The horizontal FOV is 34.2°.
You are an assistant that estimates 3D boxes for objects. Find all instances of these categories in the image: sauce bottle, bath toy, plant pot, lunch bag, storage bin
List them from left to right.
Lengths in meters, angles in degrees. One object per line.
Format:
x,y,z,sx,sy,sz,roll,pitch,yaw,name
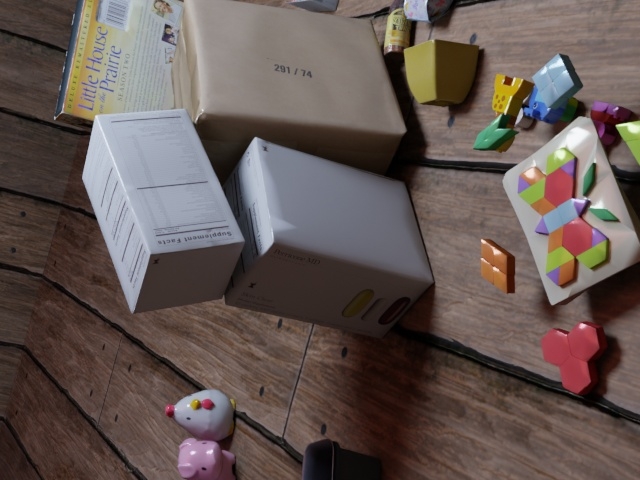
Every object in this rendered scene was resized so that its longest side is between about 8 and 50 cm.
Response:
-0.211,0.416,1.831,0.151,0.129,0.348,-48,36,42,bath toy
0.028,0.354,1.447,0.098,0.091,0.135,-30,50,54,storage bin
0.127,-0.355,1.682,0.042,0.042,0.128,-19,62,58,sauce bottle
0.170,-0.375,1.602,0.083,0.053,0.071,-63,30,1,lunch bag
0.174,-0.237,1.497,0.081,0.081,0.083,-5,84,62,plant pot

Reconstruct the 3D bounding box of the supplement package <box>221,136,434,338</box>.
0.000,0.000,1.495,0.145,0.262,0.204,-53,35,38,supplement package

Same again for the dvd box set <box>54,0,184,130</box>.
-0.288,-0.320,2.039,0.062,0.420,0.307,-23,57,57,dvd box set

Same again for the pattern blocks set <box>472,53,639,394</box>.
0.275,-0.028,1.143,0.285,0.026,0.325,-53,51,36,pattern blocks set

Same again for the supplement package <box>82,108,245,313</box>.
-0.218,-0.043,1.410,0.244,0.139,0.134,64,147,30,supplement package

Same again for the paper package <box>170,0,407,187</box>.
-0.063,-0.221,1.636,0.168,0.325,0.309,113,155,-44,paper package

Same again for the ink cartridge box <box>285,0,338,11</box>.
-0.018,-0.462,1.991,0.115,0.063,0.029,23,98,63,ink cartridge box

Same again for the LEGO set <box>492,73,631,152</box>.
0.259,-0.143,1.272,0.227,0.087,0.093,33,106,63,LEGO set
